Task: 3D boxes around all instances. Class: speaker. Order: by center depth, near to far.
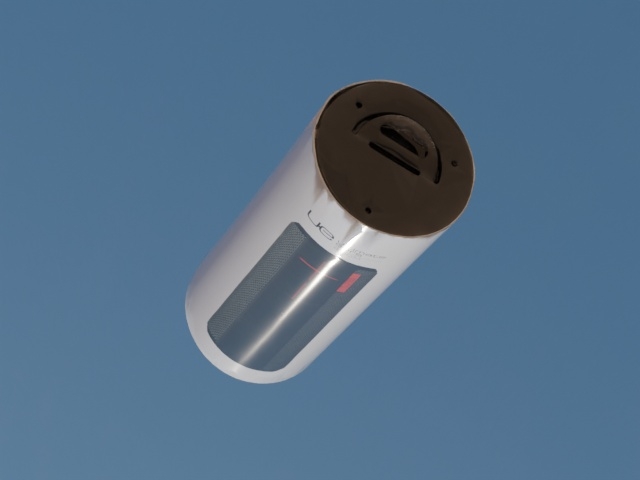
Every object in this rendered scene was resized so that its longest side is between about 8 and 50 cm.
[{"bbox_3d":[0.000,0.000,0.628,0.055,0.136,0.055,9,-116,-19],"label":"speaker"}]
